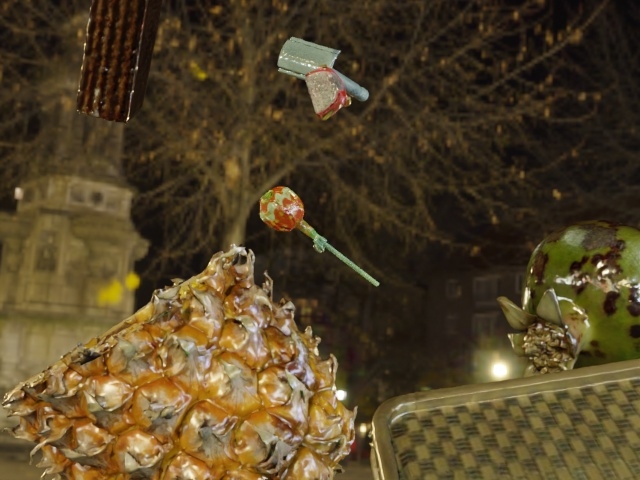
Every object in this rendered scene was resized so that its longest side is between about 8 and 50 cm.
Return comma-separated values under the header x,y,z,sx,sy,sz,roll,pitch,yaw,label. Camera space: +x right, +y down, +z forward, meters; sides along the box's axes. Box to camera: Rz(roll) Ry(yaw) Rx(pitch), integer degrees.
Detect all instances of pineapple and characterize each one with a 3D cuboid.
x,y,z,sx,sy,sz,roll,pitch,yaw,label
-0.138,0.194,1.049,0.352,0.300,0.352,-38,-2,-2,pineapple

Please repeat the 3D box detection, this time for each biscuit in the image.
x,y,z,sx,sy,sz,roll,pitch,yaw,label
-0.248,-0.278,1.237,0.070,0.252,0.106,14,20,-2,biscuit

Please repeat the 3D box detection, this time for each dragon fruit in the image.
x,y,z,sx,sy,sz,roll,pitch,yaw,label
0.016,-0.238,1.573,0.056,0.083,0.060,-26,-16,20,dragon fruit

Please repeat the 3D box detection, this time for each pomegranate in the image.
x,y,z,sx,sy,sz,roll,pitch,yaw,label
0.225,0.058,0.830,0.169,0.148,0.148,-15,-3,-23,pomegranate

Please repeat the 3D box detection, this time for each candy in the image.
x,y,z,sx,sy,sz,roll,pitch,yaw,label
-0.001,0.001,1.917,0.288,0.078,0.084,39,-29,-1,candy

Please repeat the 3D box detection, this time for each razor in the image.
x,y,z,sx,sy,sz,roll,pitch,yaw,label
0.026,-0.295,1.754,0.106,0.068,0.232,23,4,28,razor

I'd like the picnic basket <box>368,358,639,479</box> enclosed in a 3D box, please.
x,y,z,sx,sy,sz,roll,pitch,yaw,label
0.146,0.140,0.352,0.267,0.139,0.165,-8,26,-2,picnic basket
